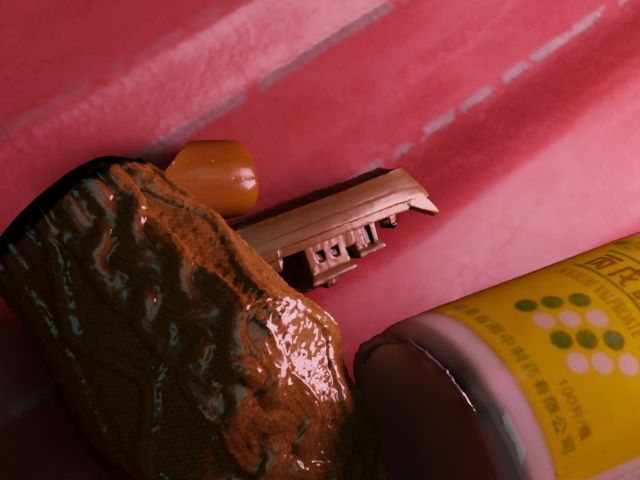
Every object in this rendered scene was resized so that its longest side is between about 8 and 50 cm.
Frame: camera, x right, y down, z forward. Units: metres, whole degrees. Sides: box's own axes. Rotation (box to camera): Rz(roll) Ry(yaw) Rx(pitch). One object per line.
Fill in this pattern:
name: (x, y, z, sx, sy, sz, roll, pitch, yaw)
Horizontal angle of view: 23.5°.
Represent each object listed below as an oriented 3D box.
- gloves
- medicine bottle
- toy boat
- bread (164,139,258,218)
gloves: (-0.080, 0.106, 1.064, 0.203, 0.155, 0.356, -41, 101, 2)
medicine bottle: (0.232, 0.110, 1.177, 0.378, 0.213, 0.214, -19, 85, -27)
toy boat: (0.000, 0.000, 1.189, 0.206, 0.064, 0.072, -20, 100, -26)
bread: (-0.098, -0.047, 1.164, 0.103, 0.049, 0.062, -2, 78, -25)
